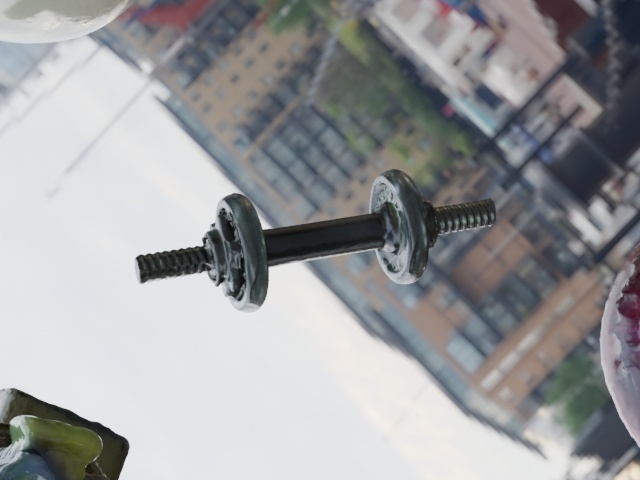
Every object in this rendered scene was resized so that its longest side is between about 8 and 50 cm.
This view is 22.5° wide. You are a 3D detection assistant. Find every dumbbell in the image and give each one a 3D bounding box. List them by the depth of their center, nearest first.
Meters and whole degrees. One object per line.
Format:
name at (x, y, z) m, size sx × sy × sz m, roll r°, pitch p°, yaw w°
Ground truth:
dumbbell at (0.000, 0.000, 1.077) m, size 0.081 × 0.254 × 0.081 m, roll 171°, pitch 90°, yaw -72°

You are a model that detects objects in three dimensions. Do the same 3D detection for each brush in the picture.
brush at (-0.257, 0.175, 1.419) m, size 0.123 × 0.059 × 0.197 m, roll 31°, pitch 162°, yaw -25°

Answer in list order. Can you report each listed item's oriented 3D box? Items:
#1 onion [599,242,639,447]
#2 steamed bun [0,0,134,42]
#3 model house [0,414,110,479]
onion at (0.354, 0.094, 1.375) m, size 0.248 × 0.248 × 0.161 m, roll 45°, pitch 162°, yaw 8°
steamed bun at (-0.219, -0.313, 1.257) m, size 0.206 × 0.324 × 0.324 m, roll 0°, pitch -176°, yaw 4°
model house at (-0.153, 0.190, 0.847) m, size 0.195 × 0.189 × 0.214 m, roll 8°, pitch 169°, yaw -18°
